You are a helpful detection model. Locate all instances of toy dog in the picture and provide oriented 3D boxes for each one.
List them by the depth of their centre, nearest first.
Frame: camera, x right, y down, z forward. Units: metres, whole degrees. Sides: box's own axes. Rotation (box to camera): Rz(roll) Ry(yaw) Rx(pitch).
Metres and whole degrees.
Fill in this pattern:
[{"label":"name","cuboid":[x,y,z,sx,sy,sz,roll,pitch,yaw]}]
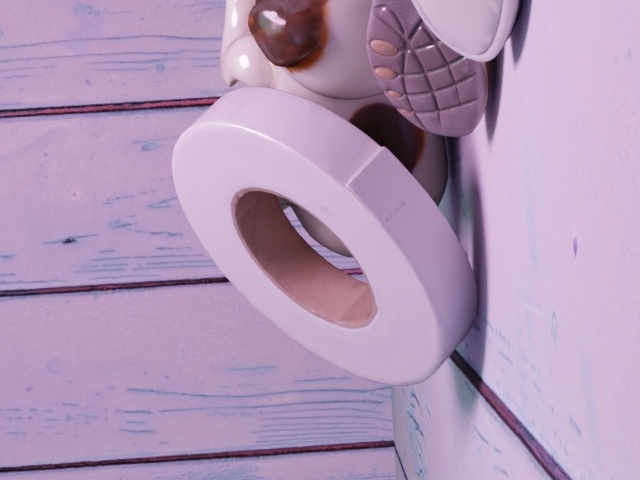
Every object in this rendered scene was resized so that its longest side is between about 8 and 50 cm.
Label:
[{"label":"toy dog","cuboid":[0.018,-0.183,1.724,0.408,0.284,0.395,89,169,-54]}]

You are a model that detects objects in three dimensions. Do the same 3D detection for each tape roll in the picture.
[{"label":"tape roll","cuboid":[0.000,0.000,1.691,0.072,0.392,0.392,-46,-25,-27]}]

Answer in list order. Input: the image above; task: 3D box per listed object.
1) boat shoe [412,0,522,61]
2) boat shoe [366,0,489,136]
[{"label":"boat shoe","cuboid":[0.124,-0.271,1.165,0.099,0.116,0.319,-46,-33,-25]},{"label":"boat shoe","cuboid":[0.110,-0.231,1.362,0.116,0.123,0.324,-53,-31,-32]}]
